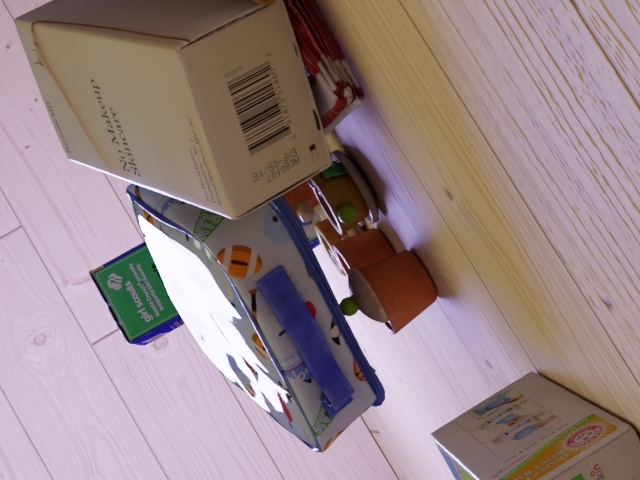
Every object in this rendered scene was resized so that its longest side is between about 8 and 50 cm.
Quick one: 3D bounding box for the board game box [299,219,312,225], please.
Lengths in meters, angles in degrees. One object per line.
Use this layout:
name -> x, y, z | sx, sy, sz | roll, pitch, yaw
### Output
board game box -> -0.031, -0.077, 1.615 | 0.090, 0.020, 0.090 | 72, -173, -65

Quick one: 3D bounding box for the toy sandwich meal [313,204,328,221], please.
toy sandwich meal -> 0.012, -0.035, 1.578 | 0.086, 0.029, 0.085 | 57, 176, 6

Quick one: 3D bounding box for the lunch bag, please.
lunch bag -> -0.057, 0.058, 1.244 | 0.243, 0.115, 0.303 | 27, 151, 55

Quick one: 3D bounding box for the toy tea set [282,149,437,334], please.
toy tea set -> 0.000, 0.000, 1.369 | 0.200, 0.124, 0.336 | 61, 174, -18

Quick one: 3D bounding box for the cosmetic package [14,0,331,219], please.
cosmetic package -> -0.139, -0.136, 1.141 | 0.309, 0.113, 0.160 | 17, 132, 51

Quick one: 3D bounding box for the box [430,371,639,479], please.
box -> 0.174, 0.187, 0.949 | 0.114, 0.103, 0.203 | 60, 174, -8

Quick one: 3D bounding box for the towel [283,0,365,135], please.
towel -> -0.100, -0.218, 1.150 | 0.329, 0.037, 0.237 | 59, 151, 3

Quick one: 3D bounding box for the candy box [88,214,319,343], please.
candy box -> -0.152, 0.025, 1.809 | 0.122, 0.317, 0.268 | 59, 174, 2

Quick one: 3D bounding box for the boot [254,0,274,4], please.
boot -> -0.157, -0.314, 0.997 | 0.269, 0.089, 0.236 | 28, 161, 37
